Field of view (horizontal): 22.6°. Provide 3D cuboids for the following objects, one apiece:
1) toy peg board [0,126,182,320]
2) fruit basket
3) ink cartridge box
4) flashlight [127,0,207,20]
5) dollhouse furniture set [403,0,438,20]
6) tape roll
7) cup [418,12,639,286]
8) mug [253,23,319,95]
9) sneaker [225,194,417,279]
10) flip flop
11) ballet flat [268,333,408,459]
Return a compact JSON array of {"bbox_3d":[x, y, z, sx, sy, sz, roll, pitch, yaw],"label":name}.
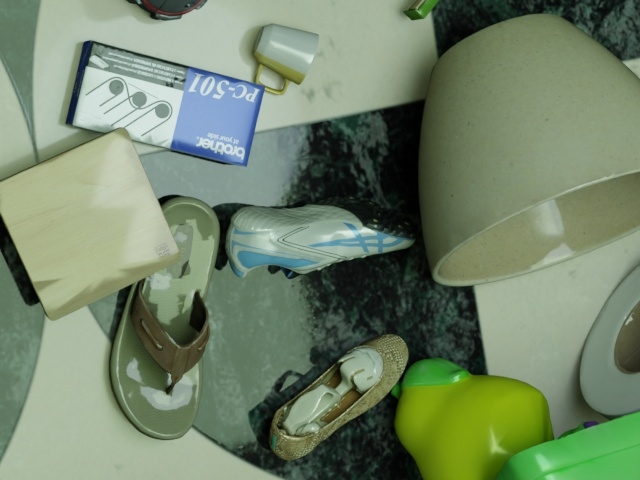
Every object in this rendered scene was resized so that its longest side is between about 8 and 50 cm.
[{"bbox_3d":[-0.261,-0.021,1.760,0.161,0.079,0.161,-26,103,-13],"label":"toy peg board"},{"bbox_3d":[0.261,0.280,1.880,0.283,0.392,0.392,-14,99,-19],"label":"fruit basket"},{"bbox_3d":[-0.173,-0.153,1.802,0.207,0.046,0.097,12,91,-21],"label":"ink cartridge box"},{"bbox_3d":[-0.130,-0.286,1.670,0.103,0.304,0.103,-25,103,-15],"label":"flashlight"},{"bbox_3d":[0.079,-0.329,1.864,0.151,0.076,0.058,44,79,-19],"label":"dollhouse furniture set"},{"bbox_3d":[0.460,0.145,1.953,0.169,0.246,0.246,33,83,-20],"label":"tape roll"},{"bbox_3d":[0.247,-0.119,1.844,0.331,0.331,0.237,-13,73,-19],"label":"cup"},{"bbox_3d":[-0.045,-0.212,1.838,0.064,0.062,0.078,20,81,-13],"label":"mug"},{"bbox_3d":[0.000,0.000,1.867,0.237,0.085,0.086,-2,121,-23],"label":"sneaker"},{"bbox_3d":[-0.165,0.088,1.805,0.112,0.080,0.277,12,90,-21],"label":"flip flop"},{"bbox_3d":[0.022,0.178,1.881,0.206,0.067,0.073,-43,65,-13],"label":"ballet flat"}]
